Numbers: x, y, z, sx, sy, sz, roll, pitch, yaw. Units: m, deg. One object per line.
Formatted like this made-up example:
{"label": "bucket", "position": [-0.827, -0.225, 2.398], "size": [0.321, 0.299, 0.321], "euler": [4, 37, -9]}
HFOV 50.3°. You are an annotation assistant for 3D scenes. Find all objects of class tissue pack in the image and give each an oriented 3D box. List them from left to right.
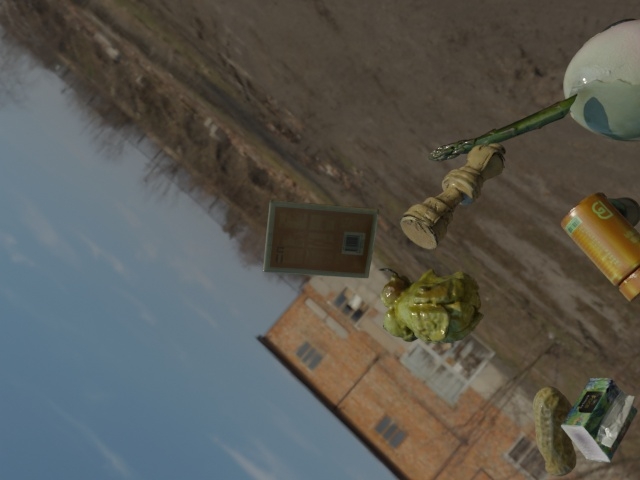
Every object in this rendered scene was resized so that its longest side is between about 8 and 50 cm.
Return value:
{"label": "tissue pack", "position": [0.476, 0.299, 1.140], "size": [0.085, 0.111, 0.079], "euler": [50, 153, -9]}

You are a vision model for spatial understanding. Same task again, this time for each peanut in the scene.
{"label": "peanut", "position": [0.517, 0.417, 1.496], "size": [0.083, 0.093, 0.194], "euler": [159, 103, -74]}

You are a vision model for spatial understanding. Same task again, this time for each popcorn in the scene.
{"label": "popcorn", "position": [0.225, 0.126, 1.381], "size": [0.195, 0.168, 0.173], "euler": [2, 132, 52]}

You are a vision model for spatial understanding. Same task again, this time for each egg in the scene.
{"label": "egg", "position": [0.468, -0.238, 1.026], "size": [0.183, 0.217, 0.183], "euler": [37, 133, 54]}

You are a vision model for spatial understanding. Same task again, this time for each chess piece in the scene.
{"label": "chess piece", "position": [0.173, -0.064, 0.845], "size": [0.060, 0.172, 0.060], "euler": [38, 159, 18]}

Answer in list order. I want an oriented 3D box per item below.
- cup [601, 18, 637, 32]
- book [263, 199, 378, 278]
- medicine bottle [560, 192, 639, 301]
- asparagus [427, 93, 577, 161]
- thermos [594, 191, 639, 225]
{"label": "cup", "position": [0.657, -0.360, 1.408], "size": [0.223, 0.169, 0.176], "euler": [71, 158, 9]}
{"label": "book", "position": [0.000, 0.000, 1.517], "size": [0.241, 0.170, 0.018], "euler": [5, -160, -7]}
{"label": "medicine bottle", "position": [0.541, 0.010, 1.255], "size": [0.192, 0.096, 0.096], "euler": [55, -175, 24]}
{"label": "asparagus", "position": [0.266, -0.159, 1.011], "size": [0.027, 0.236, 0.034], "euler": [59, -153, -24]}
{"label": "thermos", "position": [0.633, -0.062, 1.462], "size": [0.073, 0.083, 0.187], "euler": [2, -176, 35]}
